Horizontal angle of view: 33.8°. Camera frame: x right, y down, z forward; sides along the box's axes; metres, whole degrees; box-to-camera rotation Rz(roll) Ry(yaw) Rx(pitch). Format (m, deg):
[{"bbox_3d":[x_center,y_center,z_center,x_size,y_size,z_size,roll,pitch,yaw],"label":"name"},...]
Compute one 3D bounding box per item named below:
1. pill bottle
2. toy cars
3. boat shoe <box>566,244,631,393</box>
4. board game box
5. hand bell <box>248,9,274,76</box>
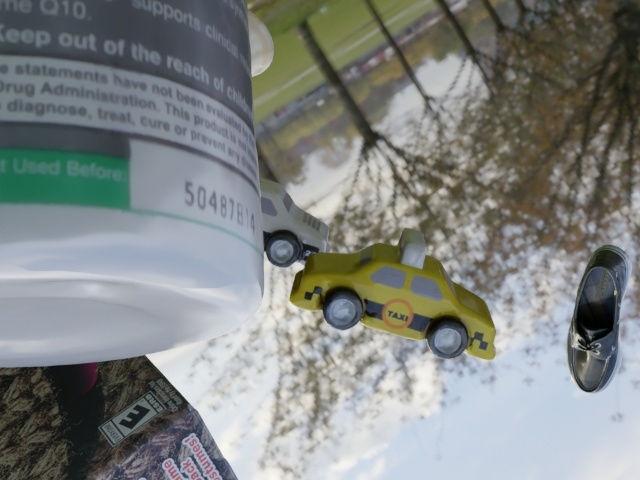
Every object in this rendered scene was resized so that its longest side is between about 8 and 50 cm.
[{"bbox_3d":[-0.135,-0.136,0.466,0.204,0.361,0.204,-4,165,-1],"label":"pill bottle"},{"bbox_3d":[0.000,0.000,0.993,0.394,0.087,0.176,27,-163,39],"label":"toy cars"},{"bbox_3d":[0.233,0.073,0.900,0.049,0.142,0.040,14,-153,26],"label":"boat shoe"},{"bbox_3d":[-0.213,0.184,0.644,0.291,0.141,0.232,-35,-147,-17],"label":"board game box"},{"bbox_3d":[-0.165,-0.204,1.418,0.126,0.126,0.242,-27,-153,43],"label":"hand bell"}]
